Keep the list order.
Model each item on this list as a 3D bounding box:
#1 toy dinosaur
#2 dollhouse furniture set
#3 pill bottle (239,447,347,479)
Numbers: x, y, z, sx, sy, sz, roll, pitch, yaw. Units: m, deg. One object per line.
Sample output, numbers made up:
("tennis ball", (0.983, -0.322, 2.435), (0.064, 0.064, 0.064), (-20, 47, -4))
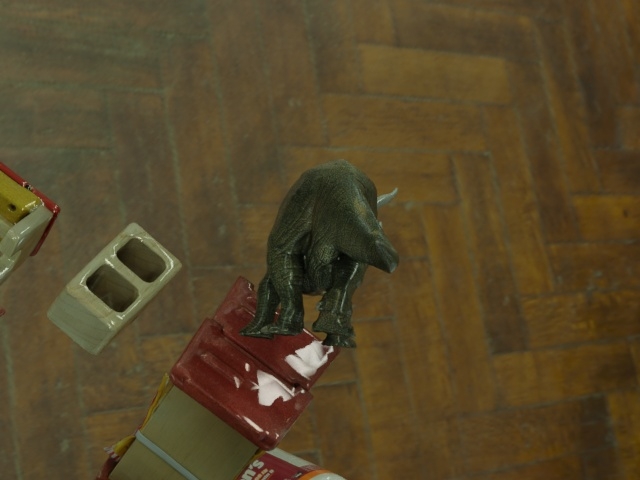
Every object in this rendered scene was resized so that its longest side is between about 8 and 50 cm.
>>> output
("toy dinosaur", (0.000, 0.000, 0.881), (0.121, 0.313, 0.160), (6, 80, 2))
("dollhouse furniture set", (-0.196, 0.084, 0.995), (0.374, 0.201, 0.152), (38, 35, -1))
("pill bottle", (-0.069, 0.310, 1.346), (0.121, 0.221, 0.121), (-12, 108, -43))
